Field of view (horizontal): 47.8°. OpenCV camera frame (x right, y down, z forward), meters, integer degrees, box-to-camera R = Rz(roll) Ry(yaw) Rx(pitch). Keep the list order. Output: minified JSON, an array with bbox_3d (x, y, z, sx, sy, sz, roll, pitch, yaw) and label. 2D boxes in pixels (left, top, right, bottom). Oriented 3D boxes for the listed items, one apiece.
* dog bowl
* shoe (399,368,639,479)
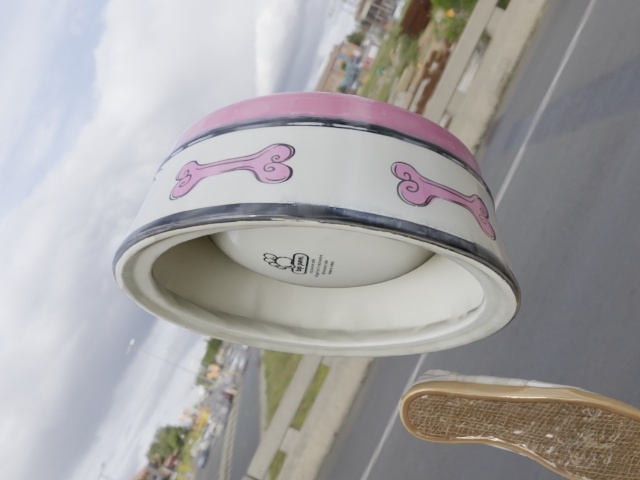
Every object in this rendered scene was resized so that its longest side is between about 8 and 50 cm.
[{"bbox_3d":[0.000,0.000,0.767,0.408,0.408,0.150,117,160,-65],"label":"dog bowl"},{"bbox_3d":[0.178,0.145,0.599,0.058,0.219,0.076,-34,-50,-66],"label":"shoe"}]
